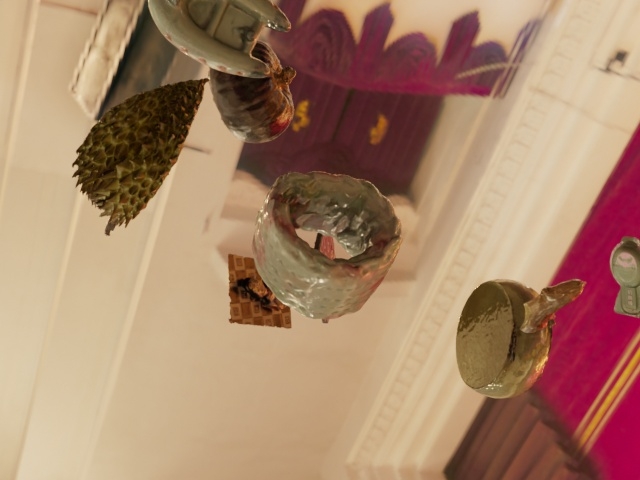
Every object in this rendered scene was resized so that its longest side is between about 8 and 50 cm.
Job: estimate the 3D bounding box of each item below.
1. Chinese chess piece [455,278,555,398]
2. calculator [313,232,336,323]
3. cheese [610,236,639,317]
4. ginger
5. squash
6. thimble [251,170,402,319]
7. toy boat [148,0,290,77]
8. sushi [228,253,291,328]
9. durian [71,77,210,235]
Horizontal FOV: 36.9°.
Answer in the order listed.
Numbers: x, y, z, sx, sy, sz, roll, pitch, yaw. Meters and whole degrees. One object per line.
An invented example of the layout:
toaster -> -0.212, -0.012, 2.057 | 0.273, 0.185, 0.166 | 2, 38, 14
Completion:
Chinese chess piece -> 0.347, 0.189, 1.830 | 0.092, 0.238, 0.238 | 13, -148, -19
calculator -> 0.011, 0.057, 2.147 | 0.021, 0.262, 0.161 | 4, -127, 10
cheese -> 0.448, 0.053, 1.387 | 0.026, 0.121, 0.067 | -18, -160, -38
ginger -> 0.374, 0.103, 1.576 | 0.057, 0.137, 0.044 | 41, -136, 2
squash -> -0.127, -0.277, 1.783 | 0.155, 0.193, 0.193 | 6, -152, 17
thimble -> 0.000, 0.000, 1.365 | 0.211, 0.149, 0.185 | 35, -125, 5
toy boat -> -0.148, -0.319, 1.378 | 0.207, 0.134, 0.079 | 27, -177, -15
sushi -> -0.109, 0.100, 1.896 | 0.201, 0.031, 0.139 | 11, -109, -54
durian -> -0.183, -0.074, 0.951 | 0.086, 0.215, 0.100 | 44, -155, 6
